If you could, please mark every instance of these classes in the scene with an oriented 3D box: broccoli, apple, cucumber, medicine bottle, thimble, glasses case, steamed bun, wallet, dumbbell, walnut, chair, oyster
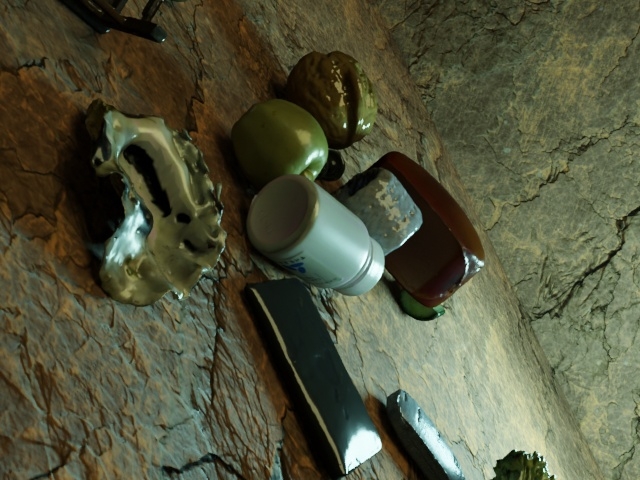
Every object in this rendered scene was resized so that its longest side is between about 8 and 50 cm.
[{"bbox_3d":[0.423,0.608,1.759,0.288,0.248,0.245,59,25,11],"label":"broccoli"},{"bbox_3d":[-0.081,-0.186,1.681,0.200,0.200,0.200,48,24,-30],"label":"apple"},{"bbox_3d":[0.259,0.168,2.180,0.116,0.062,0.115,44,18,13],"label":"cucumber"},{"bbox_3d":[0.000,0.000,1.649,0.293,0.170,0.170,33,34,-49],"label":"medicine bottle"},{"bbox_3d":[0.101,-0.056,1.893,0.157,0.217,0.245,58,-3,-11],"label":"thimble"},{"bbox_3d":[0.223,0.434,1.753,0.282,0.067,0.109,57,19,-15],"label":"glasses case"},{"bbox_3d":[0.241,-0.032,2.117,0.379,0.235,0.248,51,21,10],"label":"steamed bun"},{"bbox_3d":[-0.012,0.231,1.494,0.197,0.051,0.377,-4,66,-64],"label":"wallet"},{"bbox_3d":[0.003,-0.182,2.020,0.081,0.081,0.254,63,21,6],"label":"dumbbell"},{"bbox_3d":[0.028,-0.350,2.119,0.224,0.257,0.257,-9,68,-34],"label":"walnut"},{"bbox_3d":[-0.387,-0.494,1.411,0.203,0.416,0.240,38,75,-45],"label":"chair"},{"bbox_3d":[-0.261,-0.071,1.233,0.238,0.115,0.351,1,57,-57],"label":"oyster"}]
